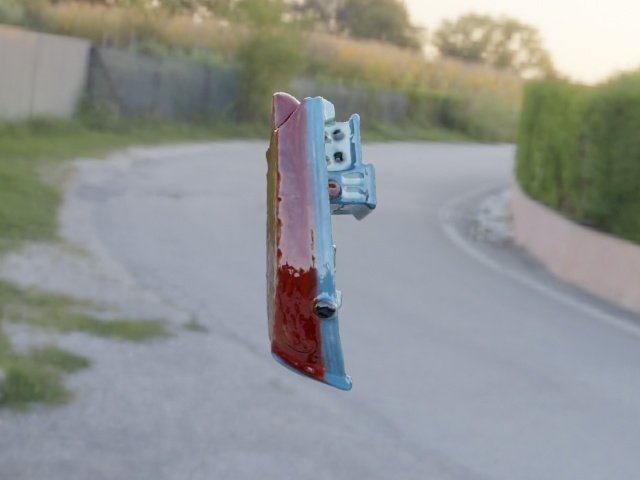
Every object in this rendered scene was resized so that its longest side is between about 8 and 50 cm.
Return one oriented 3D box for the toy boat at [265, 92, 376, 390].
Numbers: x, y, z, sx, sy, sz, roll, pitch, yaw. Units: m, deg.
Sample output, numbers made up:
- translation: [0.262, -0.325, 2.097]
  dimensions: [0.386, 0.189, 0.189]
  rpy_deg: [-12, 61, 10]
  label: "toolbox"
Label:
- translation: [0.000, 0.000, 0.698]
  dimensions: [0.059, 0.173, 0.069]
  rpy_deg: [1, -9, -9]
  label: "toy boat"
